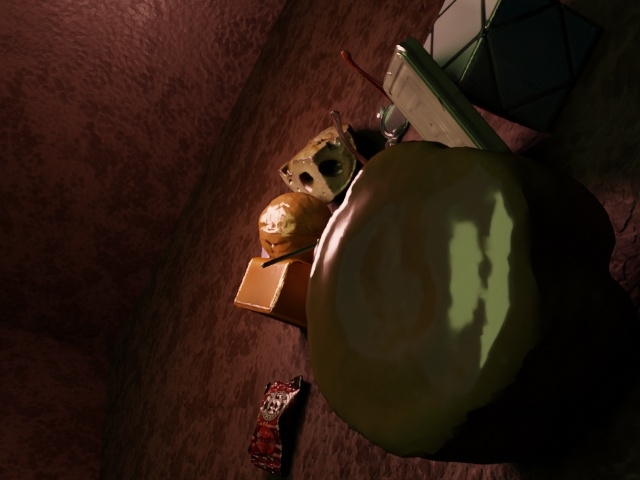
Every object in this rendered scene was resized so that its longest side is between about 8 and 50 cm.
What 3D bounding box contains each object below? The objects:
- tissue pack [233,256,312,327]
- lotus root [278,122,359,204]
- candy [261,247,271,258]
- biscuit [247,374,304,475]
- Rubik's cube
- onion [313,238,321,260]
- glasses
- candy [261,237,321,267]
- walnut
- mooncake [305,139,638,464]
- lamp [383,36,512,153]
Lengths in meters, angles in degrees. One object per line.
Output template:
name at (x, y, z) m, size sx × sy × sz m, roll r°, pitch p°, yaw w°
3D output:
tissue pack at (-0.065, 0.131, 1.798) m, size 0.274 × 0.195 × 0.145 m, roll -1°, pitch 70°, yaw 65°
lotus root at (0.020, -0.199, 1.980) m, size 0.210 × 0.142 × 0.314 m, roll -41°, pitch 14°, yaw -5°
candy at (-0.120, 0.062, 2.108) m, size 0.073 × 0.092 × 0.160 m, roll 132°, pitch 147°, yaw -52°
biscuit at (-0.107, 0.440, 1.808) m, size 0.151 × 0.063 × 0.235 m, roll -8°, pitch 59°, yaw 52°
Rubik's cube at (0.319, -0.334, 1.315) m, size 0.205 × 0.205 × 0.207 m, roll -64°, pitch 22°, yaw 12°
onion at (0.099, 0.040, 1.524) m, size 0.280 × 0.146 × 0.314 m, roll 6°, pitch 62°, yaw 58°
glasses at (0.094, -0.285, 1.713) m, size 0.118 × 0.268 × 0.234 m, roll -12°, pitch 56°, yaw 42°
candy at (0.000, 0.000, 1.677) m, size 0.091 × 0.306 × 0.083 m, roll 56°, pitch 153°, yaw 28°
walnut at (-0.056, -0.027, 1.919) m, size 0.222 × 0.195 × 0.195 m, roll 16°, pitch 86°, yaw 62°
mooncake at (0.194, 0.086, 1.077) m, size 0.467 × 0.262 × 0.466 m, roll -17°, pitch 69°, yaw 51°
lamp at (0.214, -0.215, 1.312) m, size 0.047 × 0.266 × 0.269 m, roll -38°, pitch -2°, yaw -2°
